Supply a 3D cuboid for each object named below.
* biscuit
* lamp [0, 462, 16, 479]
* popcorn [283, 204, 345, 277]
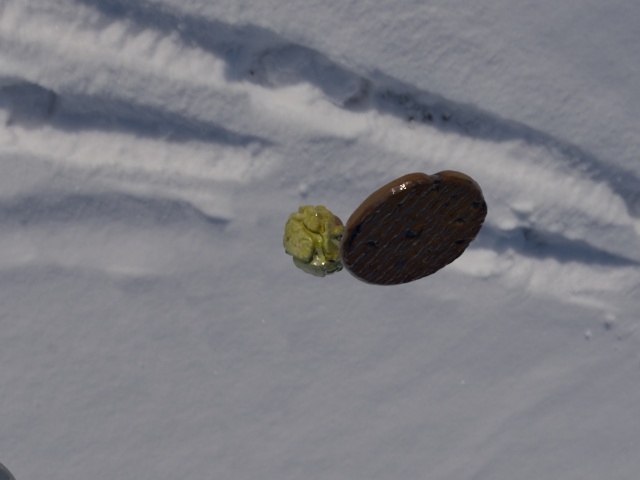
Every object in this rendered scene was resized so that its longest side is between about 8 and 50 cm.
[{"bbox_3d":[0.123,-0.014,1.167,0.212,0.036,0.212,-13,141,-11],"label":"biscuit"},{"bbox_3d":[-0.484,0.377,1.152,0.179,0.108,0.246,0,124,2],"label":"lamp"},{"bbox_3d":[0.000,0.000,1.398,0.116,0.106,0.121,-14,96,-28],"label":"popcorn"}]
